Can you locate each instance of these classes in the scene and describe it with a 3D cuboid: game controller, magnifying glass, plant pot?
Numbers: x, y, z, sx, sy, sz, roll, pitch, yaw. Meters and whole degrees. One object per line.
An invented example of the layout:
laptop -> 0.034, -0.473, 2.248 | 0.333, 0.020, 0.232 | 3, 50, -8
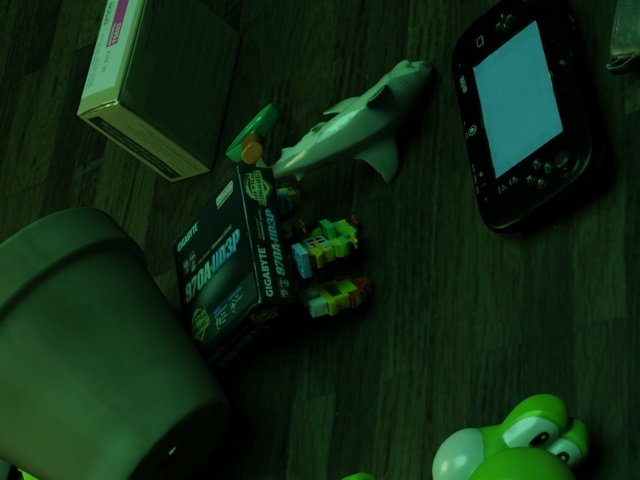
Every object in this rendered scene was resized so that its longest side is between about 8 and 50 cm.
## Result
game controller -> 0.230, -0.155, 1.770 | 0.166, 0.067, 0.319 | -30, 45, 26
magnifying glass -> -0.086, -0.128, 2.005 | 0.092, 0.026, 0.231 | -46, 8, 7
plant pot -> -0.265, 0.168, 1.843 | 0.280, 0.323, 0.323 | 39, 93, 19

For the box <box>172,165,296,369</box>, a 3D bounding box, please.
box -> -0.107, 0.037, 1.876 | 0.220, 0.051, 0.175 | -44, 50, 53

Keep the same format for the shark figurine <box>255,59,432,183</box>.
shark figurine -> 0.033, -0.107, 1.909 | 0.278, 0.116, 0.166 | -34, 10, 12

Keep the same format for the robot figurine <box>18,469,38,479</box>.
robot figurine -> -0.335, 0.289, 2.005 | 0.115, 0.067, 0.101 | -22, 67, 32

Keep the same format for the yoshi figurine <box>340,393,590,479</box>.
yoshi figurine -> 0.112, 0.295, 1.486 | 0.362, 0.203, 0.203 | -43, 53, 9

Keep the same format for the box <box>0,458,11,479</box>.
box -> -0.445, 0.251, 2.120 | 0.109, 0.042, 0.178 | 24, 97, 51

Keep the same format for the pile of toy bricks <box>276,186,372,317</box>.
pile of toy bricks -> 0.000, 0.000, 1.875 | 0.105, 0.118, 0.212 | -17, 26, -15

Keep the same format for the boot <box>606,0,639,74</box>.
boot -> 0.424, -0.293, 1.659 | 0.229, 0.091, 0.263 | 12, 74, 47

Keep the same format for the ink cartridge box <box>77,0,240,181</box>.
ink cartridge box -> -0.218, -0.230, 2.159 | 0.088, 0.193, 0.234 | -13, 54, 38
